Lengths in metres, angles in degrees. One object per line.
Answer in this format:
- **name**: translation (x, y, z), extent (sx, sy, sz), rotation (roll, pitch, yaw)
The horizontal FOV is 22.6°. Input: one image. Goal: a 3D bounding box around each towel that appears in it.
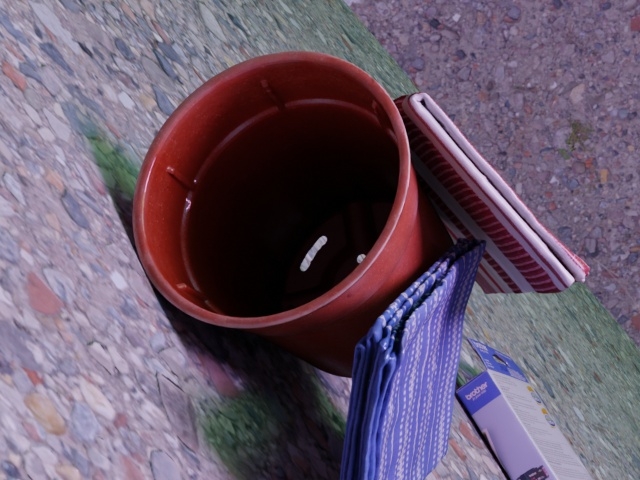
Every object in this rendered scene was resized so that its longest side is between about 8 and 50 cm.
- **towel**: translation (0.138, -0.044, 1.586), extent (0.237, 0.037, 0.329), rotation (48, -7, -4)
- **towel**: translation (0.085, 0.148, 1.438), extent (0.040, 0.243, 0.336), rotation (13, 19, 16)

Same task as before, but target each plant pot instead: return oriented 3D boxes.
- **plant pot**: translation (0.000, 0.000, 1.547), extent (0.272, 0.272, 0.265), rotation (61, 8, 31)

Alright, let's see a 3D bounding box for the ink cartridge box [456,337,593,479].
- **ink cartridge box**: translation (0.283, 0.278, 2.107), extent (0.311, 0.065, 0.186), rotation (61, 16, 23)

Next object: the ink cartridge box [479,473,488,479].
- **ink cartridge box**: translation (0.167, 0.320, 1.639), extent (0.104, 0.060, 0.180), rotation (51, 14, -2)
